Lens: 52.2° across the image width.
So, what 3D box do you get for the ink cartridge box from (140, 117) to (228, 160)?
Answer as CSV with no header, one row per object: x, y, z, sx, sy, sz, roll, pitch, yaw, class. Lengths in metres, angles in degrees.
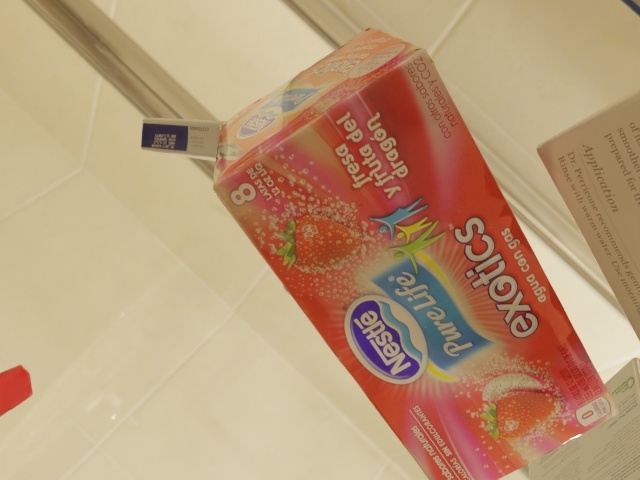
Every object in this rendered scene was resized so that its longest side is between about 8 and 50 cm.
-0.067,-0.115,0.817,0.224,0.223,0.045,-2,99,-50,ink cartridge box

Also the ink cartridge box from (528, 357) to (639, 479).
0.424,0.398,0.987,0.330,0.071,0.324,-73,-175,-46,ink cartridge box

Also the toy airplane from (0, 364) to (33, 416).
-0.221,0.129,0.347,0.151,0.028,0.151,-33,151,-21,toy airplane

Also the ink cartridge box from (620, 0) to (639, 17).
0.453,-0.406,0.738,0.395,0.270,0.151,-17,148,-21,ink cartridge box

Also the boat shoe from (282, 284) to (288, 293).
0.000,0.000,1.140,0.228,0.080,0.076,-54,171,-43,boat shoe

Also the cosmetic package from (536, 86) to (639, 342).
0.313,-0.041,0.276,0.156,0.217,0.385,-28,-179,-29,cosmetic package

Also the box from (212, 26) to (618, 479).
0.065,0.017,0.473,0.142,0.300,0.154,-32,-156,7,box
